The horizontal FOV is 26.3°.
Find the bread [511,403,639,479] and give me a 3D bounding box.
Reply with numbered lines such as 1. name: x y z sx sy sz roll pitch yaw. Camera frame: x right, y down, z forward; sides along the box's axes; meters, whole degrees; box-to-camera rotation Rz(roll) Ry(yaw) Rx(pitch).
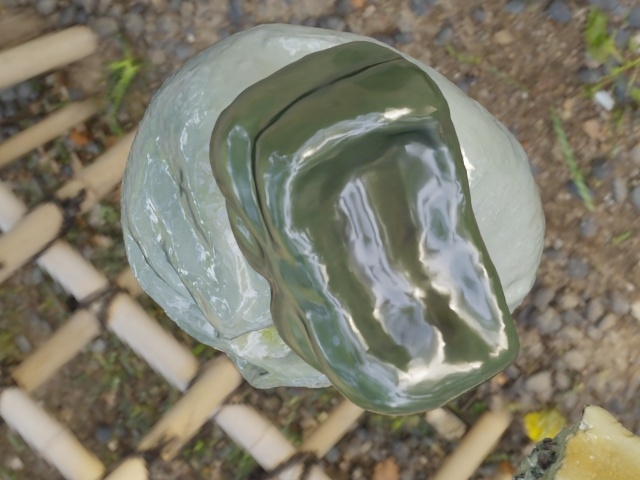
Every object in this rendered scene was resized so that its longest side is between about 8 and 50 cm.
1. bread: 0.200 0.193 0.931 0.177 0.119 0.084 35 147 33

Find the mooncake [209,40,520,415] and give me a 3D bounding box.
1. mooncake: 0.023 -0.003 0.646 0.175 0.104 0.168 60 161 10

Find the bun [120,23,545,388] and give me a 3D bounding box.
1. bun: -0.003 -0.004 1.052 0.354 0.194 0.354 15 146 10
